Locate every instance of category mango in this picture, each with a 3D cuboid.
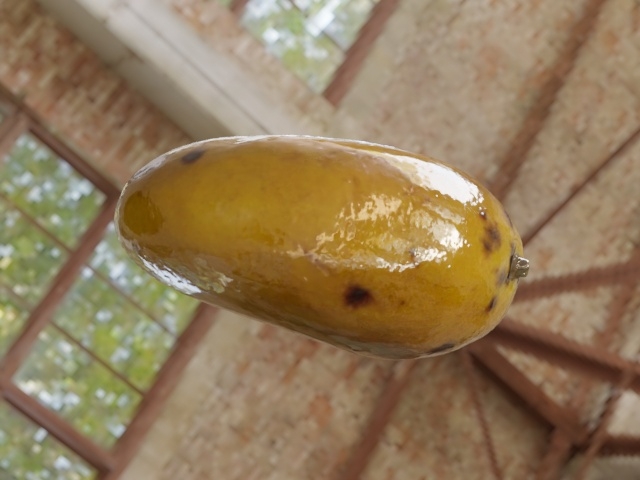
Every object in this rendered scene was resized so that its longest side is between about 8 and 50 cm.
[{"bbox_3d":[0.002,0.000,0.750,0.115,0.178,0.090,146,-41,-70],"label":"mango"}]
